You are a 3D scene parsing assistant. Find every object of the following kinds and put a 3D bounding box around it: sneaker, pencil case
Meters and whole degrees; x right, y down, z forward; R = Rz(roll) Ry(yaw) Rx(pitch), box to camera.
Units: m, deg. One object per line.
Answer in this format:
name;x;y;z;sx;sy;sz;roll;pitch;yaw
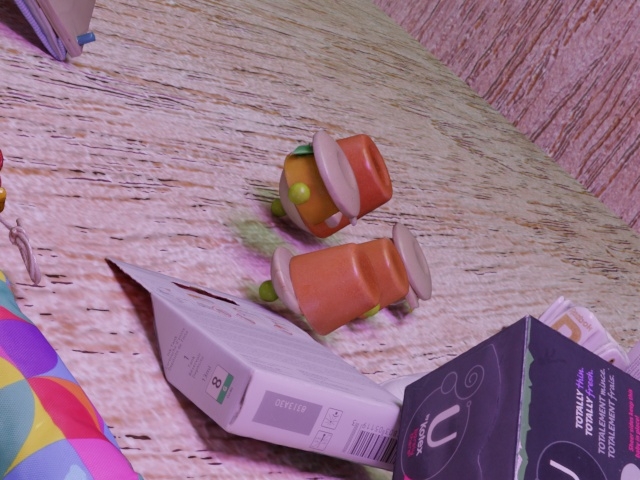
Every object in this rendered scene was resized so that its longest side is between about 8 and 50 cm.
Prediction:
sneaker;0.161;0.113;1.137;0.108;0.169;0.293;49;22;28
pencil case;-0.153;0.105;0.671;0.236;0.104;0.104;49;21;30

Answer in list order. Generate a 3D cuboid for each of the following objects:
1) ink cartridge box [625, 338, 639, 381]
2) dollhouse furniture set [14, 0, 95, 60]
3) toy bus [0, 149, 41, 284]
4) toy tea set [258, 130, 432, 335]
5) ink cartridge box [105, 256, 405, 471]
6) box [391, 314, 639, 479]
ink cartridge box;0.314;0.215;1.160;0.100;0.172;0.237;30;19;-21
dollhouse furniture set;-0.357;-0.281;1.322;0.286;0.198;0.303;-88;159;-44
toy bus;-0.278;-0.077;0.876;0.104;0.190;0.202;-19;42;-16
toy tea set;0.000;0.000;1.262;0.200;0.124;0.336;68;15;2
ink cartridge box;-0.053;0.093;1.006;0.181;0.056;0.225;21;5;-41
box;0.193;0.200;0.928;0.270;0.143;0.165;31;48;-22
